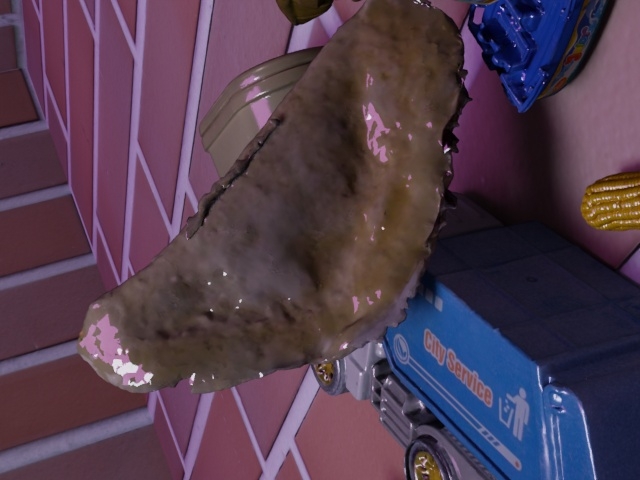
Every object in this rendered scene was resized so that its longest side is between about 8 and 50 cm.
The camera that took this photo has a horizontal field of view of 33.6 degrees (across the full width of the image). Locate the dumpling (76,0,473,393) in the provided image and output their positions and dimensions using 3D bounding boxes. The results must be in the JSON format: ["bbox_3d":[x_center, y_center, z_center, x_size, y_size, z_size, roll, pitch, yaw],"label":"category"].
[{"bbox_3d":[-0.002,-0.002,0.703,0.166,0.332,0.086,43,-174,11],"label":"dumpling"}]

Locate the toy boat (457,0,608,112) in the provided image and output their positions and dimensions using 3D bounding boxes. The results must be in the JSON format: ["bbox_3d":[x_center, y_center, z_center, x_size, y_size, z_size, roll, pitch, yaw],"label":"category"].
[{"bbox_3d":[0.111,-0.147,0.615,0.175,0.110,0.091,107,145,-53],"label":"toy boat"}]

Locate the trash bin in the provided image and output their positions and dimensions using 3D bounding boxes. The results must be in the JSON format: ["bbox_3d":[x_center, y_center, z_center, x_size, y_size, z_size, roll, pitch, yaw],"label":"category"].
[{"bbox_3d":[-0.010,-0.034,1.016,0.247,0.121,0.243,69,160,4],"label":"trash bin"}]

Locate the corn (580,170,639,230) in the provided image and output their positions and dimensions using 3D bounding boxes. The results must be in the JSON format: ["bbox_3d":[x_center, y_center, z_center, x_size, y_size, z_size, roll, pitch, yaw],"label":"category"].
[{"bbox_3d":[0.188,-0.022,0.613,0.092,0.037,0.037,-171,67,-68],"label":"corn"}]

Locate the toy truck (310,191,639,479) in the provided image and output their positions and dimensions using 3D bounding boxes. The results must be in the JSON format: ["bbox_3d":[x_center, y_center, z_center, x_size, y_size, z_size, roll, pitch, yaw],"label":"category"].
[{"bbox_3d":[0.122,0.091,0.722,0.367,0.146,0.175,41,134,52],"label":"toy truck"}]

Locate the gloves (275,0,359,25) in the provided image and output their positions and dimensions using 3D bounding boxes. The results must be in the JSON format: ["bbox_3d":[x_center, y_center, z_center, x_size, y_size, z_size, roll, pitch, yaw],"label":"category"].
[{"bbox_3d":[0.040,-0.248,0.677,0.141,0.154,0.331,66,151,27],"label":"gloves"}]
